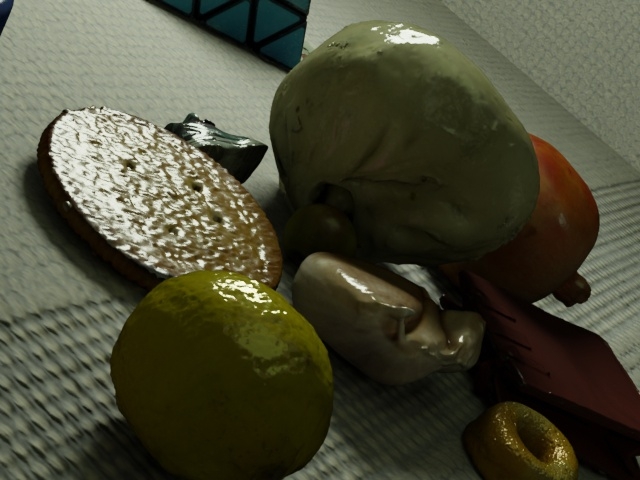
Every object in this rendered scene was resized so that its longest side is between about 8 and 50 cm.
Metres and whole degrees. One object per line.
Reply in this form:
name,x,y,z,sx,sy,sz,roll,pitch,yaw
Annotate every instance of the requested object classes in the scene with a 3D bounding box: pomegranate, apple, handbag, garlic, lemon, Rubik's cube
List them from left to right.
lemon,-0.081,0.116,1.201,0.193,0.180,0.181,13,-3,45
Rubik's cube,-0.119,-0.422,2.282,0.228,0.233,0.229,18,-7,9
apple,0.000,0.000,1.722,0.089,0.089,0.074,40,64,5
garlic,0.064,0.091,1.609,0.217,0.110,0.228,30,7,13
pomegranate,0.275,-0.017,2.028,0.270,0.229,0.252,44,12,-8
handbag,0.294,0.170,1.853,0.275,0.084,0.260,25,24,-30

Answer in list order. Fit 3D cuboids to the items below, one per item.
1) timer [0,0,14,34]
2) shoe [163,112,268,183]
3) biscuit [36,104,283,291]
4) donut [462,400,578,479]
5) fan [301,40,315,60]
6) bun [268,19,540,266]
timer,-0.370,-0.344,1.405,0.270,0.383,0.270,32,21,-14
shoe,-0.140,-0.117,1.770,0.099,0.071,0.169,44,24,25
biscuit,-0.169,-0.032,1.548,0.305,0.038,0.305,31,27,-17
donut,0.228,0.239,1.629,0.152,0.058,0.152,32,23,-15
fan,-0.076,-0.325,2.414,0.191,0.009,0.329,49,22,26
bun,0.089,-0.105,1.789,0.362,0.326,0.234,26,51,31
